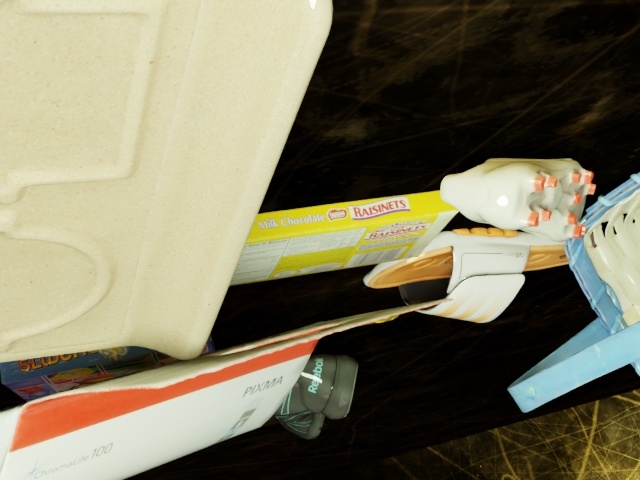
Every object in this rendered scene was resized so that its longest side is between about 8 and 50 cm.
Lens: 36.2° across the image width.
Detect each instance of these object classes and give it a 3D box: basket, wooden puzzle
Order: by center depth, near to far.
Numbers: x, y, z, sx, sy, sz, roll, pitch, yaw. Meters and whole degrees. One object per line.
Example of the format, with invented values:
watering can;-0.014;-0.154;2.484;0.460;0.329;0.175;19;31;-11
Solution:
wooden puzzle;-0.203;-0.033;0.432;0.348;0.080;0.322;-1;147;-20
basket;0.307;0.031;0.790;0.289;0.201;0.255;-25;170;-31

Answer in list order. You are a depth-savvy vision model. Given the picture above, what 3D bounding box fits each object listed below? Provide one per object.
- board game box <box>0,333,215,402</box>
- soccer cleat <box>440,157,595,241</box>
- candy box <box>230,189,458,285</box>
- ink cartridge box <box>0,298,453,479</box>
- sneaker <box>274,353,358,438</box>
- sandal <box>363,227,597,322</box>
board game box;-0.209;0.124;1.000;0.201;0.035;0.136;-11;161;-7
soccer cleat;0.161;-0.037;0.768;0.076;0.068;0.196;13;-174;30
candy box;0.000;0.000;0.800;0.206;0.027;0.105;-8;158;-18
ink cartridge box;-0.123;0.140;0.747;0.385;0.091;0.308;-17;175;39
sneaker;-0.030;0.190;1.270;0.106;0.101;0.267;13;157;-9
sandal;0.173;0.036;0.949;0.265;0.076;0.102;-4;159;-25
